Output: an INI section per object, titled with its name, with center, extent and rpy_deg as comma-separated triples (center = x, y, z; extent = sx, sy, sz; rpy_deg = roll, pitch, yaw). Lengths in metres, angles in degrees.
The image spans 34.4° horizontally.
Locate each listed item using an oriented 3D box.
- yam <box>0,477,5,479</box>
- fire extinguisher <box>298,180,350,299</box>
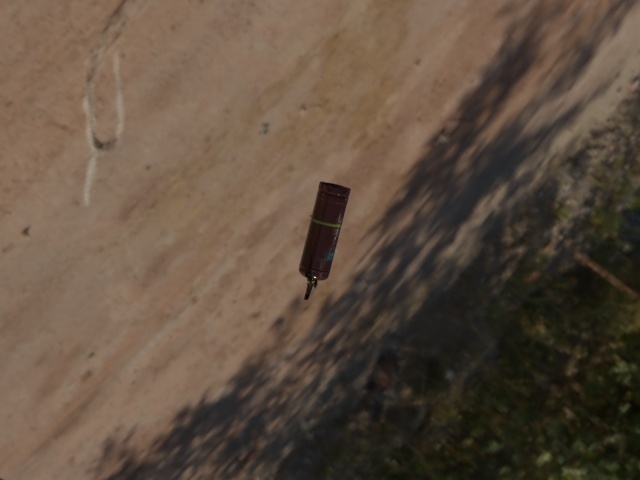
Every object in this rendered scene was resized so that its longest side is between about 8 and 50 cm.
[yam]
center = -0.333, 0.316, 1.178
extent = 0.046, 0.046, 0.264
rpy_deg = -48, 125, -3
[fire extinguisher]
center = 0.000, 0.000, 1.175
extent = 0.056, 0.039, 0.132
rpy_deg = -49, 153, -82
